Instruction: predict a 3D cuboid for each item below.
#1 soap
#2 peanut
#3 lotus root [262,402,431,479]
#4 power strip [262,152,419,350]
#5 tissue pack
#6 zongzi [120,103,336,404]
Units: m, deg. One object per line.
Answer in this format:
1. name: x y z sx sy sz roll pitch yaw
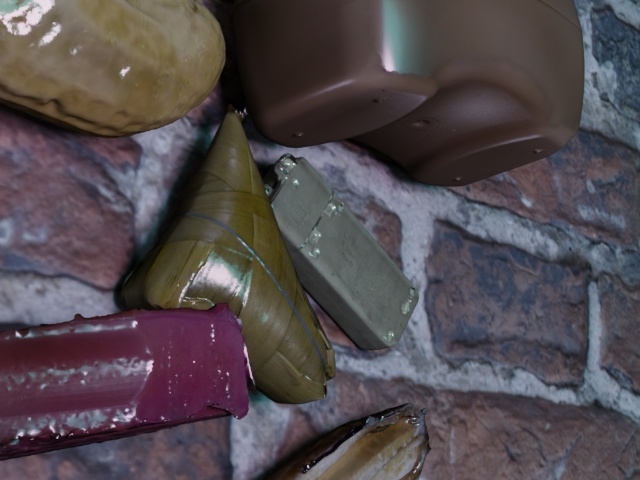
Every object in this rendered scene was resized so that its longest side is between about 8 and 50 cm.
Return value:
1. soap: -0.197 0.123 1.064 0.289 0.182 0.112 -6 84 -19
2. peanut: -0.225 -0.181 1.136 0.340 0.158 0.174 23 36 -43
3. lotus root: 0.001 0.267 1.312 0.329 0.078 0.167 -29 124 -45
4. power strip: 0.000 0.000 1.378 0.288 0.053 0.093 49 53 -25
5. tissue pack: 0.103 -0.231 1.376 0.387 0.267 0.277 10 73 -41
6. zongzi: -0.060 0.018 1.278 0.228 0.115 0.256 38 54 -28
